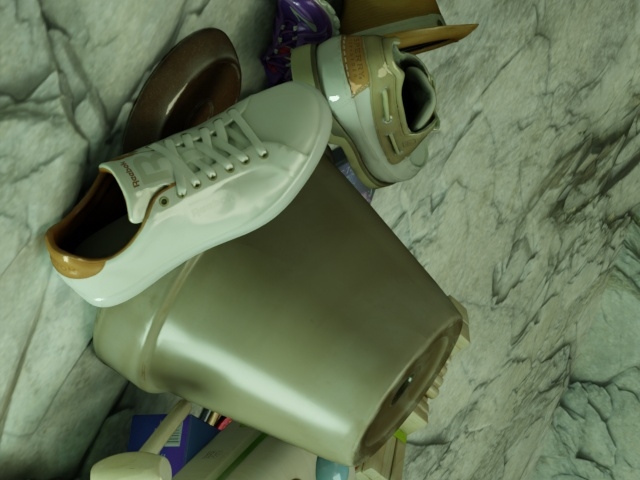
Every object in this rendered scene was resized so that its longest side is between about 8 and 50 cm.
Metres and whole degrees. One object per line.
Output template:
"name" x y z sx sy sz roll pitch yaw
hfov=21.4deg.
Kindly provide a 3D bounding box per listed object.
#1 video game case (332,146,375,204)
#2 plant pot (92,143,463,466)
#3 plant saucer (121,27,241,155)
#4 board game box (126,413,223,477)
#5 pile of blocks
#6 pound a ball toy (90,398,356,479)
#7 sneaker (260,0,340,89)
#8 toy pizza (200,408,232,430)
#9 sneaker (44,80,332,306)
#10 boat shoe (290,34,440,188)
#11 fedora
"video game case" 0.000 0.000 2.087 0.196 0.026 0.274 -33 147 -52
"plant pot" -0.023 0.075 1.709 0.323 0.280 0.323 -49 165 -18
"plant saucer" -0.124 -0.119 1.594 0.168 0.029 0.168 -48 158 -27
"board game box" -0.137 0.388 1.854 0.233 0.078 0.347 37 54 -54
"pile of blocks" 0.100 0.225 2.592 0.113 0.149 0.362 41 65 -28
"pound a ball toy" -0.082 0.252 1.750 0.319 0.136 0.208 -40 121 -57
"sneaker" -0.026 -0.192 1.676 0.071 0.068 0.170 -43 156 -25
"toy pizza" -0.095 0.217 2.160 0.201 0.032 0.201 -49 159 -27
"sneaker" -0.117 -0.052 1.512 0.290 0.106 0.123 -38 153 -2
"boat shoe" 0.070 -0.129 1.713 0.302 0.103 0.113 28 50 -68
"fedora" 0.072 -0.232 1.783 0.194 0.194 0.079 -17 92 -63
